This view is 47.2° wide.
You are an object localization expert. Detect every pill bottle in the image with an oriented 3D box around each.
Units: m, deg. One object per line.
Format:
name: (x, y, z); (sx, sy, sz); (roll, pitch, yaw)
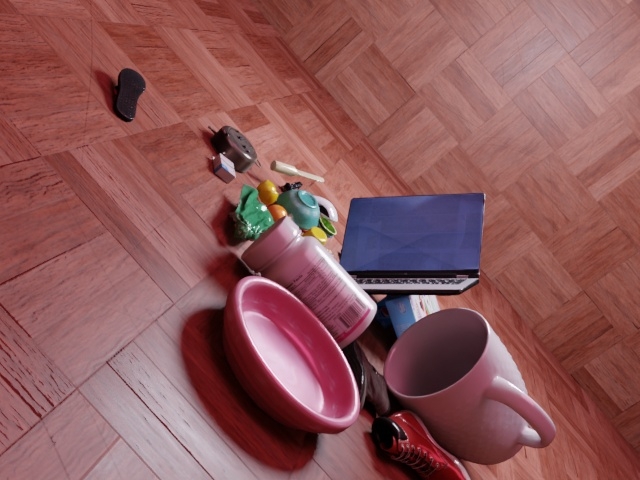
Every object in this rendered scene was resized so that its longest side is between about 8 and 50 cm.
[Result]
pill bottle: (-0.027, 0.093, 1.570); (0.283, 0.160, 0.160); (48, 17, -8)

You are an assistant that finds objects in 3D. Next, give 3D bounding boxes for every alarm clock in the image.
alarm clock: (-0.216, -0.241, 1.968); (0.192, 0.064, 0.129); (29, 26, -56)

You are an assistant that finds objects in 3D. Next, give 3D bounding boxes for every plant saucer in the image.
plant saucer: (-0.064, 0.219, 1.350); (0.332, 0.084, 0.332); (45, 17, -18)

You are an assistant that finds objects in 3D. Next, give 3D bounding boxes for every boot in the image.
boot: (0.099, 0.322, 1.558); (0.161, 0.083, 0.246); (50, 18, -20)
boot: (0.207, 0.464, 1.517); (0.244, 0.088, 0.176); (49, 16, 24)

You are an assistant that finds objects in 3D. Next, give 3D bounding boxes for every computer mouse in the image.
computer mouse: (-0.019, -0.119, 2.139); (0.193, 0.042, 0.106); (35, 13, 17)

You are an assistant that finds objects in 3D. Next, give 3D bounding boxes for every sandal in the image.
sandal: (-0.437, -0.324, 1.642); (0.067, 0.040, 0.179); (33, 38, -30)

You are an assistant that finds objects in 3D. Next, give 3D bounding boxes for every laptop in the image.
laptop: (0.197, 0.001, 1.847); (0.408, 0.382, 0.236); (-8, 96, -69)

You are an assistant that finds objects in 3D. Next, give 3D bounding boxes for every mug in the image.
mug: (0.375, 0.373, 1.704); (0.374, 0.276, 0.328); (9, -38, 56)

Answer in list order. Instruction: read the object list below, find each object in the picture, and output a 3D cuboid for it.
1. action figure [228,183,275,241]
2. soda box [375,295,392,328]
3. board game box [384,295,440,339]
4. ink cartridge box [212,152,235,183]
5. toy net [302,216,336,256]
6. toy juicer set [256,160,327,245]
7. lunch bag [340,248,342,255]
action figure: (-0.164, -0.046, 1.683); (0.137, 0.063, 0.232); (49, 13, -9)
soda box: (0.211, 0.189, 2.115); (0.071, 0.067, 0.210); (52, 18, 7)
board game box: (0.263, 0.190, 2.025); (0.316, 0.064, 0.242); (-60, 134, -63)
ink cartridge box: (-0.242, -0.185, 1.834); (0.048, 0.028, 0.083); (38, 20, -34)
toy net: (0.000, 0.000, 2.021); (0.122, 0.045, 0.232); (40, 20, -29)
toy juicer set: (-0.088, -0.101, 1.967); (0.209, 0.089, 0.329); (28, 33, -22)
lunch bag: (0.137, 0.076, 2.128); (0.151, 0.096, 0.129); (12, 31, -16)
